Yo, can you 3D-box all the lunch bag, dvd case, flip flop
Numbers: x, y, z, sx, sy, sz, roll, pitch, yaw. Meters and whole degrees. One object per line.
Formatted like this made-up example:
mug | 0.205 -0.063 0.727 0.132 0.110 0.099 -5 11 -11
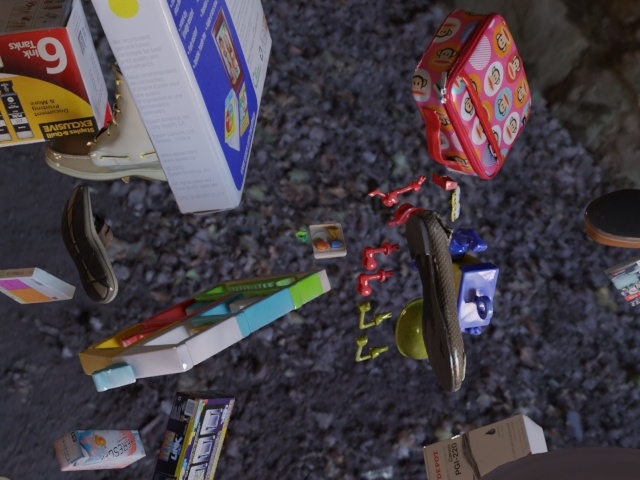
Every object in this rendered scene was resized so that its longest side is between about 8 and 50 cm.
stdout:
lunch bag | 0.280 -0.261 1.747 0.120 0.293 0.258 18 66 38
dvd case | 0.593 0.073 1.713 0.119 0.087 0.013 41 33 -36
flip flop | -0.489 0.008 2.007 0.080 0.112 0.277 -3 61 -47

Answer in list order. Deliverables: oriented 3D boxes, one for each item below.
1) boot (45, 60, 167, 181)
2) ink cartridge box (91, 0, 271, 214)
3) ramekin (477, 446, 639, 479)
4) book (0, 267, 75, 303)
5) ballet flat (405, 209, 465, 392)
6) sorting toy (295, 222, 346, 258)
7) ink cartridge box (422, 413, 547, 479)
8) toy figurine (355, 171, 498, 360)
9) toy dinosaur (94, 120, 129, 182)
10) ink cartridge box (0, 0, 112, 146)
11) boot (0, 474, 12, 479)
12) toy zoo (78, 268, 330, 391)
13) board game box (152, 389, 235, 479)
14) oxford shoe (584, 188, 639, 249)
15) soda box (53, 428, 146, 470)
boot | -0.262 -0.160 1.198 0.213 0.165 0.077 3 41 4
ink cartridge box | -0.119 -0.232 0.798 0.072 0.307 0.303 -8 39 12
ramekin | 0.195 0.257 0.556 0.273 0.127 0.273 -1 25 0
book | -0.534 0.081 1.690 0.096 0.144 0.035 39 57 -46
ballet flat | 0.168 0.081 1.254 0.058 0.084 0.249 -10 87 -20
sorting toy | 0.000 0.000 1.575 0.083 0.012 0.062 -5 67 -12
ink cartridge box | 0.312 0.436 1.718 0.092 0.218 0.158 38 35 -42
toy figurine | 0.194 0.095 1.513 0.191 0.362 0.217 -8 28 -28
toy dinosaur | -0.310 -0.131 1.437 0.183 0.053 0.092 21 50 -78
ink cartridge box | -0.519 -0.242 1.513 0.309 0.272 0.130 -7 42 2
boot | -0.398 0.447 1.184 0.095 0.262 0.203 -13 42 -27
toy zoo | -0.150 0.103 1.088 0.293 0.192 0.030 -26 103 -45
board game box | -0.207 0.331 1.500 0.048 0.170 0.141 14 -4 19
oxford shoe | 0.357 -0.007 0.979 0.212 0.076 0.076 0 48 -28
soda box | -0.415 0.395 1.744 0.183 0.063 0.058 21 41 -61
